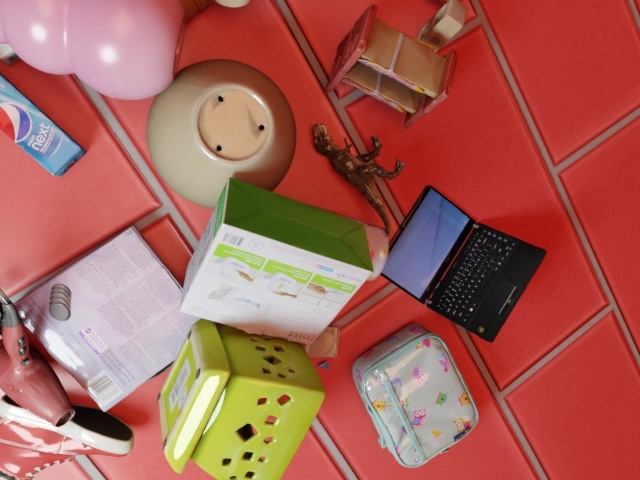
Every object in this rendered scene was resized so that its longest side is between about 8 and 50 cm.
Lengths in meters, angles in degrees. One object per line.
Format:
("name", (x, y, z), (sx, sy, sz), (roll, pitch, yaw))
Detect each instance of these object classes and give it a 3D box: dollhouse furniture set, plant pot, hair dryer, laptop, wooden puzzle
("dollhouse furniture set", (0.173, -0.445, 1.006), (0.202, 0.152, 0.373), (23, 71, -17))
("plant pot", (-0.164, -0.195, 0.884), (0.285, 0.191, 0.283), (-1, 95, -17))
("plant pot", (-0.156, 0.275, 0.881), (0.207, 0.227, 0.228), (22, 100, -27))
("hair dryer", (-0.503, 0.185, 0.806), (0.080, 0.224, 0.293), (-39, 108, -34))
("laptop", (0.299, 0.045, 1.072), (0.234, 0.264, 0.136), (-57, 143, -4))
("wooden puzzle", (0.003, 0.216, 1.065), (0.079, 0.014, 0.116), (12, 91, -13))

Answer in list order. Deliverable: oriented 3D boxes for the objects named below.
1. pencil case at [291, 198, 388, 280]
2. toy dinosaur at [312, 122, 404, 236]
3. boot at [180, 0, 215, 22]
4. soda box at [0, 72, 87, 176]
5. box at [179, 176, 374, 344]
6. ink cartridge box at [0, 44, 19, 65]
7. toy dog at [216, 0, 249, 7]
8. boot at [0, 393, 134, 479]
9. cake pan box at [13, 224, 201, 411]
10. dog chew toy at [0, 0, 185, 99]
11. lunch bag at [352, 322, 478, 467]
("pencil case", (0.000, 0.000, 0.992), (0.273, 0.113, 0.124), (14, 107, -17))
("toy dinosaur", (0.097, -0.146, 1.017), (0.118, 0.064, 0.268), (-38, 84, -6))
("boot", (-0.286, -0.486, 0.884), (0.152, 0.073, 0.197), (-32, 115, -10))
("soda box", (-0.507, -0.206, 0.841), (0.210, 0.071, 0.067), (45, 82, -16))
("box", (-0.081, 0.051, 0.871), (0.262, 0.126, 0.231), (18, 130, -20))
("ink cartridge box", (-0.539, -0.410, 0.835), (0.145, 0.045, 0.179), (-42, 96, -9))
("toy dog", (-0.054, -0.537, 0.871), (0.161, 0.220, 0.333), (35, 85, -1))
("boot", (-0.478, 0.393, 0.901), (0.245, 0.088, 0.176), (19, 90, -9))
("cake pan box", (-0.368, 0.144, 0.919), (0.246, 0.070, 0.266), (-37, 104, -8))
("dog chew toy", (-0.386, -0.344, 0.765), (0.332, 0.207, 0.206), (12, 92, -15))
("lunch bag", (0.205, 0.346, 1.088), (0.224, 0.108, 0.279), (-29, 103, -12))
